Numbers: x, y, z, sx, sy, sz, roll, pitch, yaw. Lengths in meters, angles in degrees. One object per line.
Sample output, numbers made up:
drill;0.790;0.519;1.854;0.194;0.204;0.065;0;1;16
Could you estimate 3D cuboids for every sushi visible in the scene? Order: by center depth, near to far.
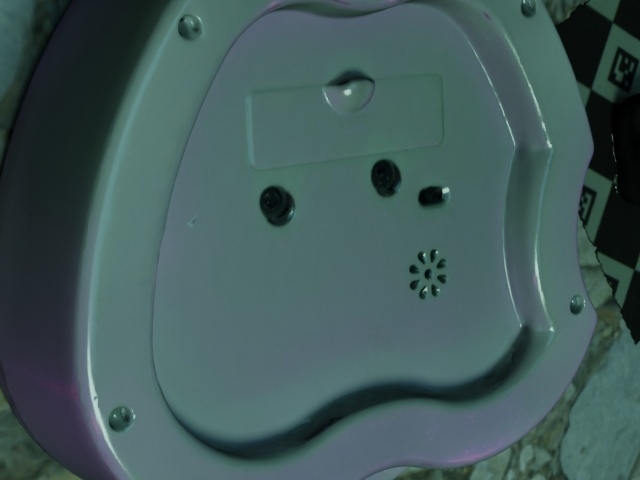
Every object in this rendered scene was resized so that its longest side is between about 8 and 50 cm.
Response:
sushi;0.256;-0.080;0.877;0.220;0.047;0.231;-41;118;-24

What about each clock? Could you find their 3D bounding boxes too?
clock;0.000;0.000;0.669;0.339;0.102;0.338;-6;101;-35
